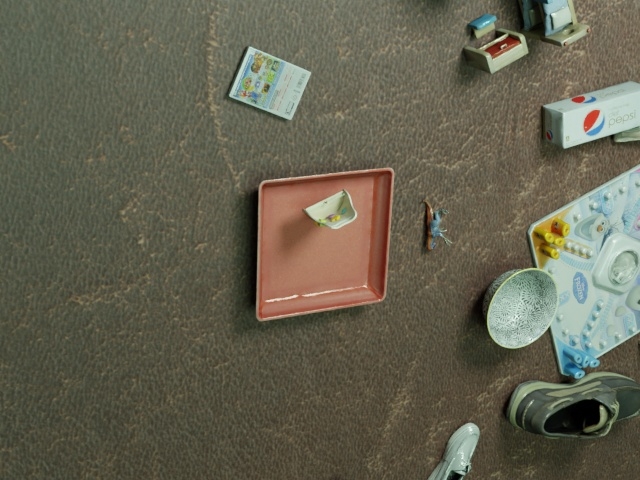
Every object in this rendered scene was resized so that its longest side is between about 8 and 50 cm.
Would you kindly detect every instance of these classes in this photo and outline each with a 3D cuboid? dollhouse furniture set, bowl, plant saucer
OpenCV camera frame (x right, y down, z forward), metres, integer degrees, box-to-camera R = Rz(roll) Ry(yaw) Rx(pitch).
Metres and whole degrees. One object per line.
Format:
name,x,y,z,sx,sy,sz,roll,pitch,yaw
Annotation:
dollhouse furniture set,0.349,-0.389,1.798,0.184,0.129,0.129,-31,121,-13
bowl,0.380,0.121,2.049,0.170,0.080,0.170,-10,113,-24
plant saucer,0.000,0.000,1.825,0.259,0.048,0.259,-7,112,-24

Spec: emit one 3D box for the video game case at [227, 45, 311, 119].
video game case,-0.083,-0.258,1.699,0.122,0.011,0.087,18,102,-32

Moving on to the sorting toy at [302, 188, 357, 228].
sorting toy,0.024,-0.042,1.747,0.083,0.075,0.044,-26,119,-15

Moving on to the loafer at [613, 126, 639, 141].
loafer,0.641,-0.218,2.074,0.125,0.045,0.039,-2,128,-20

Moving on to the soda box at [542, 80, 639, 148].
soda box,0.532,-0.243,1.987,0.216,0.069,0.073,-17,116,-21

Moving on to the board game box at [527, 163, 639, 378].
board game box,0.639,0.055,2.174,0.390,0.050,0.389,-28,120,-15

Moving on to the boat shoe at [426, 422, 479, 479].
boat shoe,0.281,0.468,2.148,0.066,0.063,0.184,34,93,-33

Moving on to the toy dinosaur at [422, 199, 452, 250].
toy dinosaur,0.211,-0.023,1.941,0.090,0.047,0.082,32,104,0

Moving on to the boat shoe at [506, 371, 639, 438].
boat shoe,0.568,0.372,2.216,0.356,0.130,0.132,-4,113,-26
